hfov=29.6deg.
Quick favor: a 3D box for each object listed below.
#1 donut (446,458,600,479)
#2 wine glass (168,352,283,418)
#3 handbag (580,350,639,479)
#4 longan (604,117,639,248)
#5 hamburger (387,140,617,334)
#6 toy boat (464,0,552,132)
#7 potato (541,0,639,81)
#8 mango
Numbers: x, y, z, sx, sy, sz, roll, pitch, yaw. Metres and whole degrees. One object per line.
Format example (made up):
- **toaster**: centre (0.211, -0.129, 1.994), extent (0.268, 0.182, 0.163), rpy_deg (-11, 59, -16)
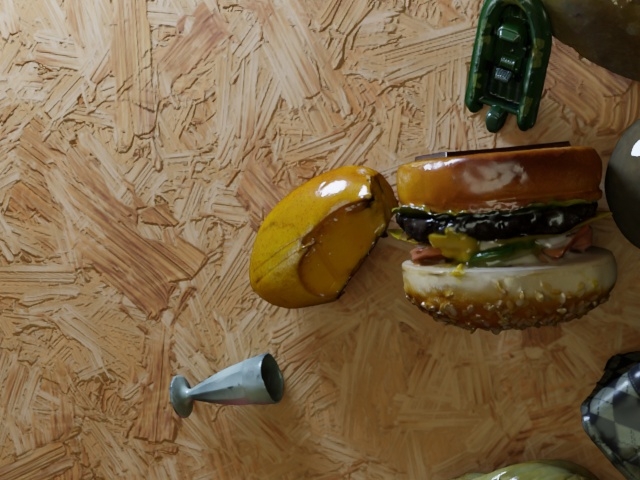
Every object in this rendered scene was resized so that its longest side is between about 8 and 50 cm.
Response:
- **donut**: centre (0.270, 0.448, 1.572), extent (0.360, 0.170, 0.360), rpy_deg (2, 97, 17)
- **wine glass**: centre (-0.134, 0.213, 1.741), extent (0.155, 0.073, 0.073), rpy_deg (-16, 90, 22)
- **handbag**: centre (0.520, 0.106, 1.389), extent (0.416, 0.316, 0.180), rpy_deg (-41, 83, 22)
- **longan**: centre (0.433, -0.073, 1.478), extent (0.167, 0.167, 0.187), rpy_deg (21, 122, 16)
- **hamburger**: centre (0.222, -0.004, 1.492), extent (0.291, 0.291, 0.225), rpy_deg (-2, 95, 19)
- **toy boat**: centre (0.241, -0.233, 1.548), extent (0.104, 0.052, 0.210), rpy_deg (26, 133, 24)
- **potato**: centre (0.364, -0.289, 1.480), extent (0.243, 0.098, 0.138), rpy_deg (29, 139, 14)
- **mango**: centre (0.000, 0.000, 1.647), extent (0.252, 0.126, 0.154), rpy_deg (-39, 90, 26)
